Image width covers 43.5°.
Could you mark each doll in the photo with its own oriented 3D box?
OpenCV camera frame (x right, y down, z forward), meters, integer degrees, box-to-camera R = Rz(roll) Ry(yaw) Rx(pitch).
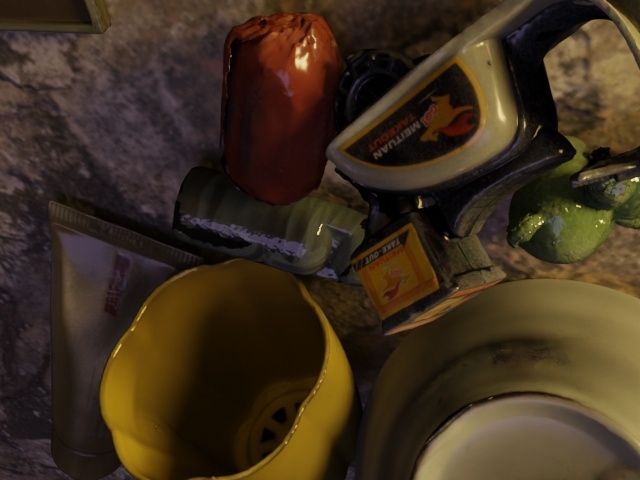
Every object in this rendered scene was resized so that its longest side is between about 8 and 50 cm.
[{"bbox_3d":[0.183,-0.038,0.484,0.150,0.077,0.115,-23,161,25],"label":"doll"}]

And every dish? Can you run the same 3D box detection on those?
[{"bbox_3d":[0.152,0.183,0.549,0.317,0.316,0.106,-2,176,22],"label":"dish"}]

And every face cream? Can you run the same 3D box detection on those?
[{"bbox_3d":[-0.208,0.110,0.775,0.137,0.084,0.341,21,130,-1],"label":"face cream"}]

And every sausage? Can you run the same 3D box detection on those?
[{"bbox_3d":[-0.026,-0.080,0.505,0.076,0.076,0.141,14,136,6],"label":"sausage"}]

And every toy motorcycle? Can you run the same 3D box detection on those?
[{"bbox_3d":[0.111,-0.070,0.413,0.263,0.091,0.157,-35,75,36],"label":"toy motorcycle"}]

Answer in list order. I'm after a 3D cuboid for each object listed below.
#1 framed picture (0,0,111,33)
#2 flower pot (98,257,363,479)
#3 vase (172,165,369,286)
[{"bbox_3d":[-0.221,-0.217,0.476,0.150,0.015,0.203,5,137,16],"label":"framed picture"},{"bbox_3d":[-0.055,0.137,0.670,0.195,0.195,0.179,-2,147,23],"label":"flower pot"},{"bbox_3d":[0.000,0.000,0.587,0.211,0.060,0.060,16,138,4],"label":"vase"}]
